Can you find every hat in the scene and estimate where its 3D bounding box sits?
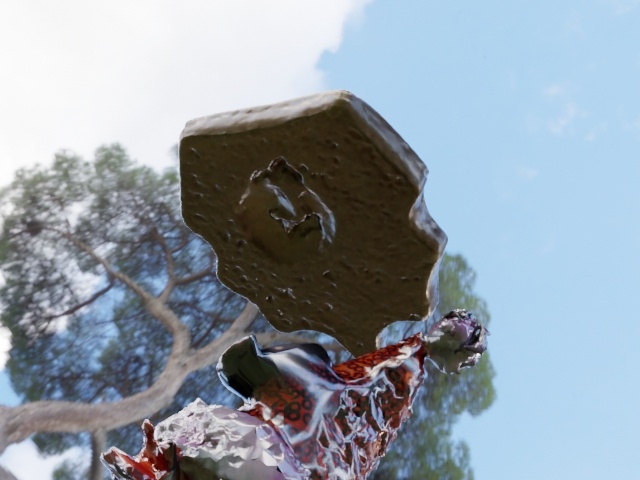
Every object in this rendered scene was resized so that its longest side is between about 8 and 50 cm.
[{"bbox_3d":[0.002,0.097,0.532,0.227,0.129,0.140,-36,-69,-27],"label":"hat"}]

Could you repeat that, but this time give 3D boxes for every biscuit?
[{"bbox_3d":[0.001,-0.002,0.681,0.182,0.034,0.215,-7,-55,28],"label":"biscuit"}]
